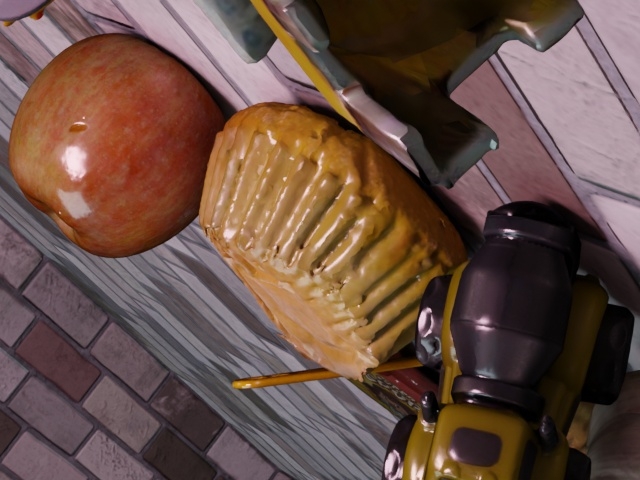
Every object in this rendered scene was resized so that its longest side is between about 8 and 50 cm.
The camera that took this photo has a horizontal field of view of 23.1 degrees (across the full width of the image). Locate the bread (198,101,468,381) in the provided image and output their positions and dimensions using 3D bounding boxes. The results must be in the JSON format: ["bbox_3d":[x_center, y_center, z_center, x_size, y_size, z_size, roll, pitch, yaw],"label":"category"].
[{"bbox_3d":[0.001,-0.004,1.241,0.240,0.139,0.240,37,165,12],"label":"bread"}]

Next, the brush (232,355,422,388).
[{"bbox_3d":[0.057,0.104,1.330,0.103,0.272,0.013,169,94,-73],"label":"brush"}]

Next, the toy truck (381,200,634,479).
[{"bbox_3d":[0.123,0.097,1.058,0.147,0.224,0.165,12,158,16],"label":"toy truck"}]

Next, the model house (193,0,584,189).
[{"bbox_3d":[0.006,-0.173,0.483,0.215,0.198,0.224,43,176,47],"label":"model house"}]

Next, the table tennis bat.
[{"bbox_3d":[0.078,0.150,1.801,0.268,0.051,0.414,34,170,16],"label":"table tennis bat"}]

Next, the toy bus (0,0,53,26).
[{"bbox_3d":[-0.259,-0.247,1.131,0.209,0.126,0.136,38,176,-3],"label":"toy bus"}]

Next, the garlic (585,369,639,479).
[{"bbox_3d":[0.292,0.208,1.153,0.212,0.218,0.218,2,155,17],"label":"garlic"}]

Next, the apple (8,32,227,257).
[{"bbox_3d":[-0.179,-0.081,1.381,0.188,0.174,0.188,37,165,11],"label":"apple"}]

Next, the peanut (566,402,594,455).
[{"bbox_3d":[0.172,0.110,1.252,0.095,0.108,0.226,21,162,38],"label":"peanut"}]
